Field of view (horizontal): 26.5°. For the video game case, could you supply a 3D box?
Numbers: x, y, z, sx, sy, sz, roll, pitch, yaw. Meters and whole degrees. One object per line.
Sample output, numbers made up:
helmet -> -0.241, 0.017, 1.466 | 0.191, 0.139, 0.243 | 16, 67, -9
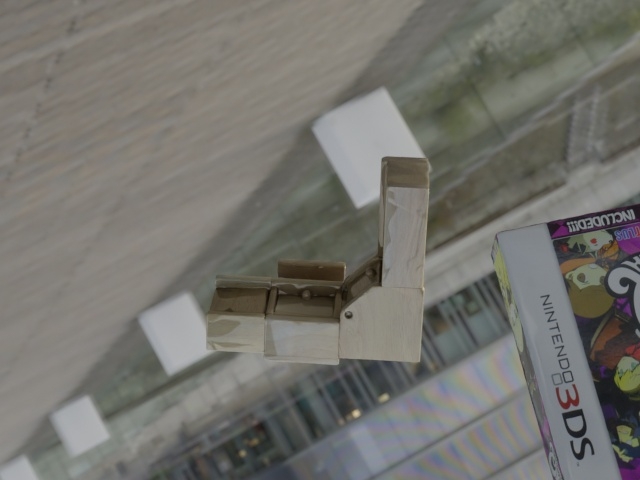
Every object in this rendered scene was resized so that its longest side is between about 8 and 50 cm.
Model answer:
video game case -> 0.240, 0.071, 0.820 | 0.232, 0.210, 0.042 | -11, 156, -1

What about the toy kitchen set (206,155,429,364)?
toy kitchen set -> 0.000, 0.000, 0.543 | 0.083, 0.075, 0.068 | 3, -156, 2
